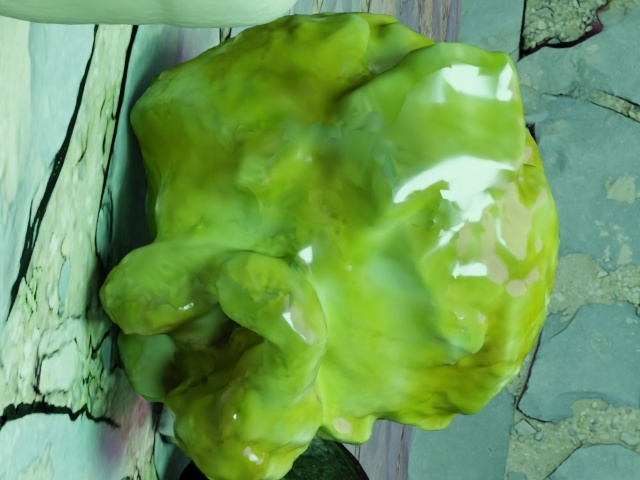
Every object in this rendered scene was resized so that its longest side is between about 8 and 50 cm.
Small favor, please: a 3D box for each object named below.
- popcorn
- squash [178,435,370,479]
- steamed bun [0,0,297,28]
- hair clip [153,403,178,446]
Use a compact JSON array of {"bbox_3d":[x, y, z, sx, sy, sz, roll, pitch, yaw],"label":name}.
[{"bbox_3d":[-0.004,0.001,0.961,0.225,0.276,0.277,103,-3,-74],"label":"popcorn"},{"bbox_3d":[-0.034,0.212,1.159,0.193,0.155,0.193,-1,91,-57],"label":"squash"},{"bbox_3d":[-0.072,-0.167,0.612,0.242,0.146,0.164,75,19,-67],"label":"steamed bun"},{"bbox_3d":[-0.068,0.051,1.122,0.146,0.056,0.187,-51,150,-61],"label":"hair clip"}]
